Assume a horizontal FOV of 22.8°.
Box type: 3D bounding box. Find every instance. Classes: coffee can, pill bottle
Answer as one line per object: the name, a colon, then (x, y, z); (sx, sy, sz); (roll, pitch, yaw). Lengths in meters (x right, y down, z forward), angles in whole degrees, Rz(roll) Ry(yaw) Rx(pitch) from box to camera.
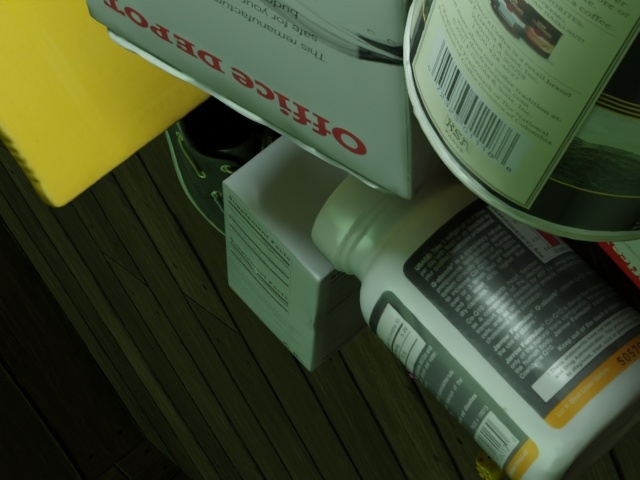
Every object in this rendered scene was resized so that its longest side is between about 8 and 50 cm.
coffee can: (0.153, -0.137, 0.707); (0.201, 0.201, 0.275); (48, 164, 11)
pill bottle: (0.132, 0.053, 1.247); (0.278, 0.162, 0.162); (47, 163, 18)

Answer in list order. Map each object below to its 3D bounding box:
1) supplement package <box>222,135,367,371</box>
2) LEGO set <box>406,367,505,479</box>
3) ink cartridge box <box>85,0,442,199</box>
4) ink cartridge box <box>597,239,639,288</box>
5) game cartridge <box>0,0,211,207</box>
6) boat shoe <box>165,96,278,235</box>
supplement package: (0.000, 0.000, 1.527); (0.134, 0.139, 0.244); (46, 162, 16)
LEGO set: (0.167, 0.170, 1.520); (0.227, 0.093, 0.087); (30, 154, 51)
ink cartridge box: (-0.022, -0.240, 0.940); (0.285, 0.166, 0.395); (32, 157, 20)
ink cartridge box: (0.212, -0.042, 0.973); (0.134, 0.078, 0.231); (49, 164, 10)
game cartridge: (-0.196, -0.236, 1.285); (0.324, 0.285, 0.052); (59, 161, -23)
boat shoe: (-0.099, -0.107, 1.620); (0.305, 0.109, 0.091); (63, 165, -24)
